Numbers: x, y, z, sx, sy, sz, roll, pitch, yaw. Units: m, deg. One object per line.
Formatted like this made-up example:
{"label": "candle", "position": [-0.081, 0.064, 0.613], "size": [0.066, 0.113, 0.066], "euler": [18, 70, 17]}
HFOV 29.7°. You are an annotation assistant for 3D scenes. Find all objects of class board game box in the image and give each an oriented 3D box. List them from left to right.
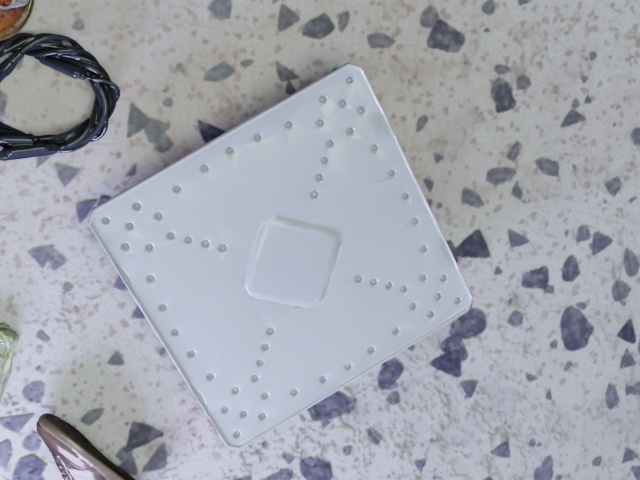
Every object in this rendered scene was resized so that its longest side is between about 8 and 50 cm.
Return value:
{"label": "board game box", "position": [-0.043, 0.023, 1.573], "size": [0.390, 0.050, 0.390], "euler": [-31, 113, -6]}

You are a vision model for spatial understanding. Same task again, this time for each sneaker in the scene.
{"label": "sneaker", "position": [-0.308, 0.303, 1.558], "size": [0.071, 0.066, 0.188], "euler": [-46, 112, -4]}

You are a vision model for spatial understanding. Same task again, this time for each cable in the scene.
{"label": "cable", "position": [-0.336, -0.177, 1.456], "size": [0.185, 0.047, 0.150], "euler": [-10, 100, -14]}

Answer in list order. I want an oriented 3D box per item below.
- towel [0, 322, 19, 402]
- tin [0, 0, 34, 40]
{"label": "towel", "position": [-0.456, 0.147, 1.491], "size": [0.148, 0.027, 0.110], "euler": [12, 97, -21]}
{"label": "tin", "position": [-0.418, -0.282, 1.370], "size": [0.190, 0.040, 0.106], "euler": [-7, 113, -40]}
